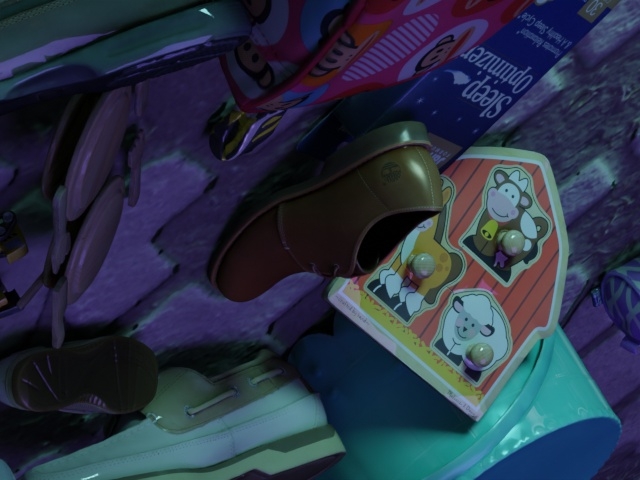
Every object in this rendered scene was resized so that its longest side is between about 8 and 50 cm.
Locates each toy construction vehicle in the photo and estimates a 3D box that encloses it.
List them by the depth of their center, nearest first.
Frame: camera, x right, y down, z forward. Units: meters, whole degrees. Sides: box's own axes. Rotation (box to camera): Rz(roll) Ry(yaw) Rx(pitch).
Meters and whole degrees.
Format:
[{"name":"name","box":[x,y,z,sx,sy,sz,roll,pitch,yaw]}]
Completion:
[{"name":"toy construction vehicle","box":[-0.218,0.036,1.229,0.098,0.035,0.086,-30,154,-16]}]

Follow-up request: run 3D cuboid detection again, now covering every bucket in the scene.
[{"name":"bucket","box":[0.103,0.153,1.674,0.281,0.183,0.281,-29,154,-16]}]

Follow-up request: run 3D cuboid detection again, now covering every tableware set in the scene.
[{"name":"tableware set","box":[-0.146,-0.031,1.180,0.194,0.039,0.128,104,9,-60]}]

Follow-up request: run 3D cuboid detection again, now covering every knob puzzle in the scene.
[{"name":"knob puzzle","box":[0.119,0.014,1.505,0.213,0.213,0.030,-26,-163,-22]}]

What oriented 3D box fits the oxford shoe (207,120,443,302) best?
[{"name":"oxford shoe","box":[0.000,0.000,1.377,0.076,0.076,0.212,-1,155,-47]}]

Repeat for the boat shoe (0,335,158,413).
[{"name":"boat shoe","box":[-0.172,0.094,1.386,0.153,0.048,0.056,-4,95,-56]}]

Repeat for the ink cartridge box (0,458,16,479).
[{"name":"ink cartridge box","box":[-0.411,0.196,1.216,0.308,0.091,0.385,-42,134,11]}]

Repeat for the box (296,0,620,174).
[{"name":"box","box":[0.098,-0.117,1.381,0.225,0.036,0.136,-43,154,16]}]

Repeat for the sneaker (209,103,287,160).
[{"name":"sneaker","box":[-0.037,-0.085,1.273,0.083,0.031,0.035,-43,168,22]}]

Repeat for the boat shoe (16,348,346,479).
[{"name":"boat shoe","box":[-0.117,0.154,1.486,0.302,0.103,0.113,-7,155,-49]}]

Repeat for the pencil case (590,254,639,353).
[{"name":"pencil case","box":[0.366,0.031,1.918,0.206,0.086,0.088,-26,119,-19]}]

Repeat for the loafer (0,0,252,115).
[{"name":"loafer","box":[-0.172,-0.104,1.018,0.267,0.084,0.096,-16,178,-13]}]

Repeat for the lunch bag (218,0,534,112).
[{"name":"lunch bag","box":[0.083,-0.191,1.074,0.258,0.120,0.293,-20,164,-37]}]
